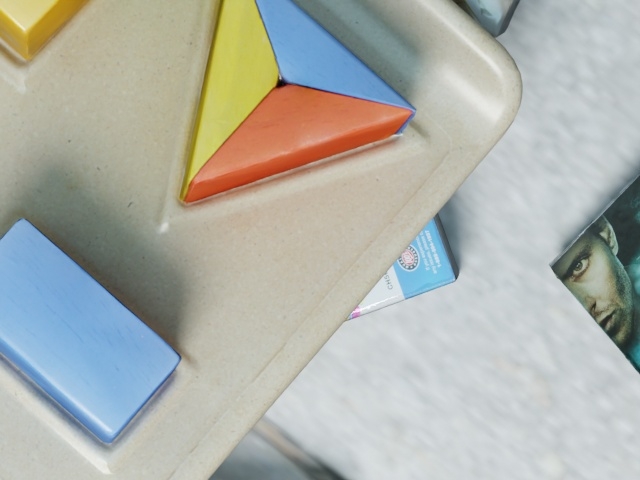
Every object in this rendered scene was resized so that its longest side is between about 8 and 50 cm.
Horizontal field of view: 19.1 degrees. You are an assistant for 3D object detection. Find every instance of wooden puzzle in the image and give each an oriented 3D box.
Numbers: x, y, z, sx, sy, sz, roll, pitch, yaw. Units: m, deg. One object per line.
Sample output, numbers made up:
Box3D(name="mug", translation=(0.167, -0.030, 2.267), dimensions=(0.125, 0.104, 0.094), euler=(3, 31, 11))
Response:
Box3D(name="wooden puzzle", translation=(-0.126, -0.050, 0.852), dimensions=(0.322, 0.080, 0.348), euler=(41, 81, -1))

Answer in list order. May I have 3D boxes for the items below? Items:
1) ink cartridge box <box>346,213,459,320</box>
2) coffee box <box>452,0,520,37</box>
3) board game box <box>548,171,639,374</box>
Box3D(name="ink cartridge box", translation=(0.000, 0.000, 0.986), dimensions=(0.122, 0.052, 0.088), euler=(-20, 91, 8))
Box3D(name="coffee box", translation=(0.006, -0.214, 0.947), dimensions=(0.246, 0.098, 0.141), euler=(25, 101, 4))
Box3D(name="board game box", translation=(0.214, -0.010, 0.934), dimensions=(0.186, 0.026, 0.126), euler=(-47, 52, 12))
